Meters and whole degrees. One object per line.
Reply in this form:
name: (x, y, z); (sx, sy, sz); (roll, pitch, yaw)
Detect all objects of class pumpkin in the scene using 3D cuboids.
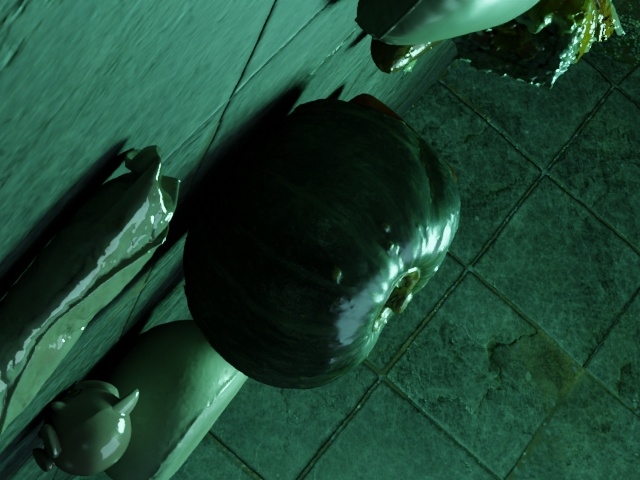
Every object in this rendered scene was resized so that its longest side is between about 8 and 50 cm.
pumpkin: (0.000, 0.000, 1.328); (0.328, 0.257, 0.291); (-39, 160, -40)

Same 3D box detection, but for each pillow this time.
pillow: (0.178, -0.296, 1.142); (0.255, 0.120, 0.322); (-47, 169, 30)

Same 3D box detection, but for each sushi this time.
sushi: (0.306, -0.333, 1.729); (0.184, 0.274, 0.139); (93, 22, -51)

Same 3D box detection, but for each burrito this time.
burrito: (-0.190, 0.050, 0.802); (0.275, 0.059, 0.082); (-49, 164, -3)

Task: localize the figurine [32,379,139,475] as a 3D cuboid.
figurine: (-0.310, 0.248, 1.554); (0.138, 0.125, 0.125); (-29, 168, -34)

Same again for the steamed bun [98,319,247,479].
steamed bun: (-0.241, 0.231, 1.763); (0.283, 0.177, 0.283); (-52, 177, -4)

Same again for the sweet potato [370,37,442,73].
sweet potato: (0.189, -0.336, 1.447); (0.341, 0.092, 0.114); (-50, 162, 7)

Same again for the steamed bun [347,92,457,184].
steamed bun: (0.018, -0.020, 1.737); (0.379, 0.235, 0.248); (-50, 173, 12)

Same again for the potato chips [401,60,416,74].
potato chips: (0.202, -0.372, 2.186); (0.207, 0.028, 0.092); (-50, 178, -18)
